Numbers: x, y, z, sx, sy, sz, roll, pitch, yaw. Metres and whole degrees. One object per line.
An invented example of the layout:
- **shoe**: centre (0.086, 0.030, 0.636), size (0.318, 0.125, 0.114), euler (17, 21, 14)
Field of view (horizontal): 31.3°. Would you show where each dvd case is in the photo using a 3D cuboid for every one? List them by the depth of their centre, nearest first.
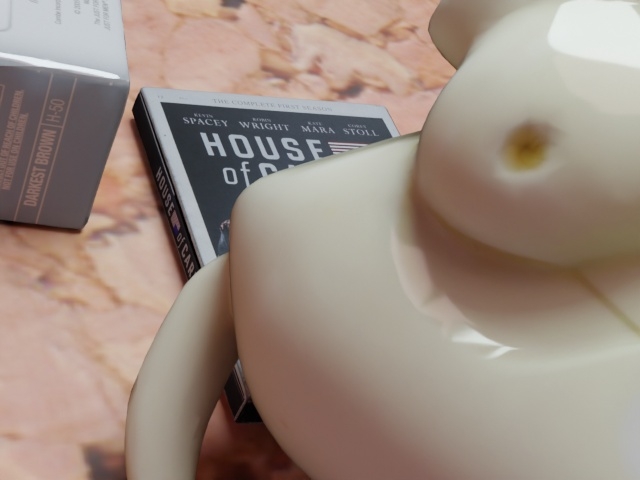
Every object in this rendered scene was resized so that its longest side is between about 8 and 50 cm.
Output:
- **dvd case**: centre (0.000, 0.000, 0.678), size (0.179, 0.029, 0.238), euler (1, 47, -29)

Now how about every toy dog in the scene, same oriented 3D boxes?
- **toy dog**: centre (0.140, 0.112, 0.419), size (0.395, 0.284, 0.408), euler (-22, 66, -6)

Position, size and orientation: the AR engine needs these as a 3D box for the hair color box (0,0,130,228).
- **hair color box**: centre (-0.298, -0.129, 0.588), size (0.374, 0.113, 0.185), euler (8, 43, -22)
